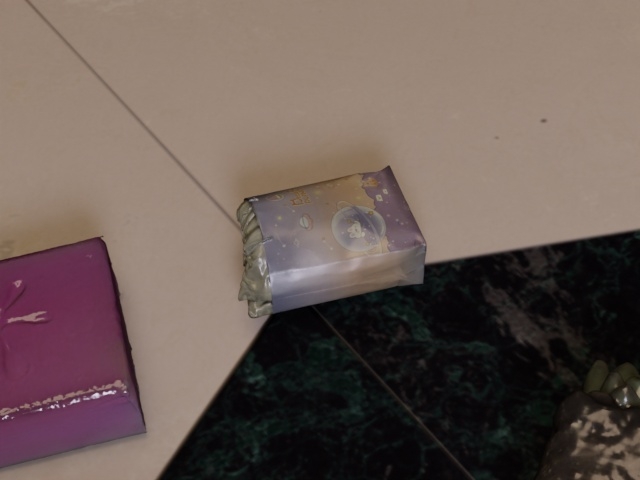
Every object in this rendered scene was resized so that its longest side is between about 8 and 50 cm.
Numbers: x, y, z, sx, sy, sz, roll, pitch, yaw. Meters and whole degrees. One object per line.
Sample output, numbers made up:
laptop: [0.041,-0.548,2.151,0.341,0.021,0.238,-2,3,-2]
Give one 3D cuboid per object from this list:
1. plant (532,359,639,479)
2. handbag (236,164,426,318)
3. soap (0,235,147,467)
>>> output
plant: [0.232,0.180,1.184,0.129,0.132,0.194,21,58,19]
handbag: [0.000,0.000,1.393,0.173,0.095,0.117,-13,45,-10]
soap: [-0.293,0.107,1.335,0.259,0.081,0.181,-12,49,-5]
